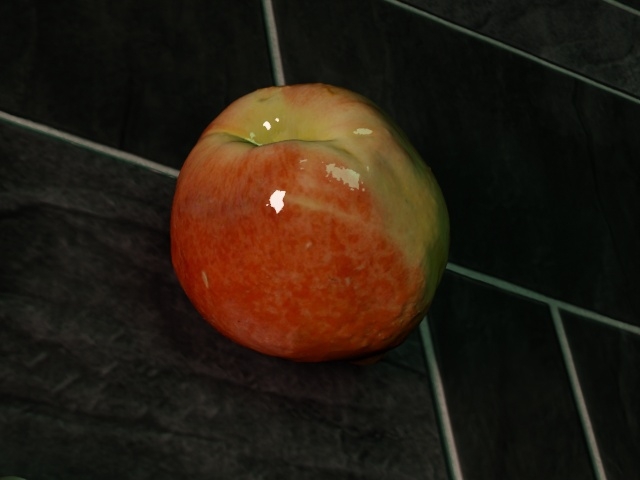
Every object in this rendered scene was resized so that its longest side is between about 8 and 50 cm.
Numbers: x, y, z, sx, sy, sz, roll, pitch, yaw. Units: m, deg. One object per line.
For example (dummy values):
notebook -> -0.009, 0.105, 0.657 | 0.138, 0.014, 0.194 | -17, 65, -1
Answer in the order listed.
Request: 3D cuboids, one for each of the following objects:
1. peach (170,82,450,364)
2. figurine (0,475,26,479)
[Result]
peach -> 0.000, 0.000, 1.642 | 0.232, 0.232, 0.257 | -85, 159, -50
figurine -> -0.217, 0.204, 1.262 | 0.394, 0.227, 0.274 | 25, 8, -29
